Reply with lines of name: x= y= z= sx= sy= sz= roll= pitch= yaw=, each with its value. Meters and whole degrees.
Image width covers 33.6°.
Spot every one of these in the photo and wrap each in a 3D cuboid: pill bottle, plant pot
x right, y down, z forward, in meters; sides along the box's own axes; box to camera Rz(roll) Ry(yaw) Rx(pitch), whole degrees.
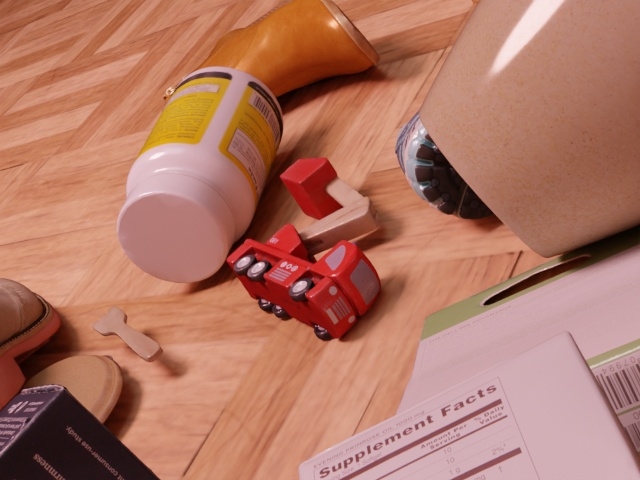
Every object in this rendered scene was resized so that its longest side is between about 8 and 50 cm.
pill bottle: x=-0.110 y=-0.063 z=0.984 sx=0.119 sy=0.119 sz=0.208 roll=-20 pitch=30 yaw=25
plant pot: x=0.201 y=-0.125 z=0.647 sx=0.274 sy=0.256 sz=0.256 roll=-41 pitch=26 yaw=15

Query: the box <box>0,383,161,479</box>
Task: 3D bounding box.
box: x=-0.167 y=0.204 z=0.565 sx=0.207 sy=0.153 sz=0.108 roll=-48 pitch=14 yaw=-25

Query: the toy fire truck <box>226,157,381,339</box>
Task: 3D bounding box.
toy fire truck: x=0.000 y=0.000 z=0.842 sx=0.135 sy=0.047 sz=0.192 roll=-43 pitch=29 yaw=-18

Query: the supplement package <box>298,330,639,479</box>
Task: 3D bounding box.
supplement package: x=0.089 y=0.172 z=0.375 sx=0.133 sy=0.139 sz=0.244 roll=-28 pitch=27 yaw=9

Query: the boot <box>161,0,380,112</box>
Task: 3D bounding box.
boot: x=-0.066 y=-0.170 z=1.144 sx=0.211 sy=0.104 sz=0.295 roll=-42 pitch=23 yaw=-3

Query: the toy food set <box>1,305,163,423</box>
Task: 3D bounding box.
toy food set: x=-0.211 y=0.143 z=0.860 sx=0.192 sy=0.038 sz=0.132 roll=-41 pitch=32 yaw=-17

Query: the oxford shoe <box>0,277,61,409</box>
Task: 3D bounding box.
oxford shoe: x=-0.329 y=0.071 z=0.929 sx=0.140 sy=0.146 sz=0.397 roll=-38 pitch=12 yaw=-4

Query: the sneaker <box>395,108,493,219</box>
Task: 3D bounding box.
sneaker: x=0.170 y=-0.135 z=0.811 sx=0.283 sy=0.110 sz=0.122 roll=-34 pitch=20 yaw=-4

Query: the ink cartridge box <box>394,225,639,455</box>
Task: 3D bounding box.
ink cartridge box: x=0.132 y=0.064 z=0.596 sx=0.171 sy=0.056 sz=0.235 roll=-26 pitch=5 yaw=15

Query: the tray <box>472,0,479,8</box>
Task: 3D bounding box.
tray: x=0.342 y=-0.271 z=0.874 sx=0.411 sy=0.076 sz=0.203 roll=-1 pitch=43 yaw=46
